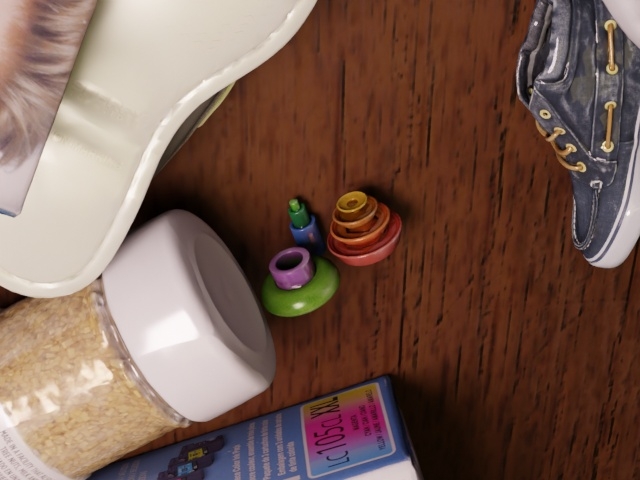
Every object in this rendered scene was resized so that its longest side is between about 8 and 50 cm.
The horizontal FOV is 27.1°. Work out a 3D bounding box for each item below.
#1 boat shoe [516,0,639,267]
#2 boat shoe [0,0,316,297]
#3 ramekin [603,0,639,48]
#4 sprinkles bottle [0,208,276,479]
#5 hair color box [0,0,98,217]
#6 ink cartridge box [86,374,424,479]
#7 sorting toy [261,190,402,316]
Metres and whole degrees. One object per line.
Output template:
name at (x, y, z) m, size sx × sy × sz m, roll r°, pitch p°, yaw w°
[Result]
boat shoe at (0.156, -0.068, 0.803) m, size 0.083 × 0.065 × 0.183 m, roll 0°, pitch 117°, yaw -10°
boat shoe at (-0.091, -0.108, 0.708) m, size 0.109 × 0.091 × 0.305 m, roll 31°, pitch 111°, yaw -19°
ramekin at (0.282, -0.186, 0.667) m, size 0.277 × 0.135 × 0.277 m, roll -7°, pitch 116°, yaw -13°
sprinkles bottle at (-0.205, 0.112, 0.810) m, size 0.355 × 0.121 × 0.121 m, roll -28°, pitch 125°, yaw 12°
hair color box at (-0.260, -0.149, 0.535) m, size 0.347 × 0.105 × 0.173 m, roll 23°, pitch 83°, yaw -40°
ink cartridge box at (-0.095, 0.289, 0.901) m, size 0.396 × 0.151 × 0.270 m, roll -18°, pitch 104°, yaw 0°
sorting toy at (0.000, 0.000, 0.819) m, size 0.102 × 0.061 × 0.042 m, roll -34°, pitch 126°, yaw -15°
